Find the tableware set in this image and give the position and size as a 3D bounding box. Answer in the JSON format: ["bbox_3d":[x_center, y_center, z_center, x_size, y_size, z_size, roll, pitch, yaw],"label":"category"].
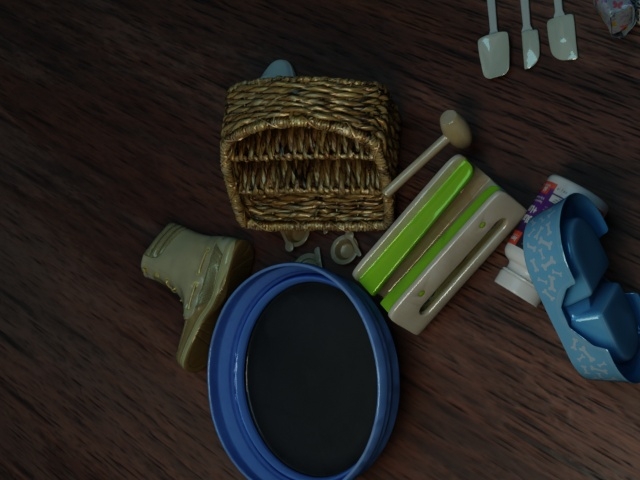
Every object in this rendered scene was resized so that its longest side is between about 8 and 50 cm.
[{"bbox_3d":[0.000,0.000,1.938,0.168,0.020,0.141,-30,63,18],"label":"tableware set"}]

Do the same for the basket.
[{"bbox_3d":[-0.022,-0.146,1.849,0.299,0.213,0.223,2,74,15],"label":"basket"}]

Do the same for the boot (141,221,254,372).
[{"bbox_3d":[-0.255,0.101,2.005,0.203,0.095,0.262,15,81,31],"label":"boot"}]

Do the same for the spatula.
[{"bbox_3d":[0.351,-0.405,1.866,0.168,0.019,0.242,-12,70,27],"label":"spatula"}]

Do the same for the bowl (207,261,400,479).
[{"bbox_3d":[-0.031,0.233,1.794,0.391,0.077,0.391,-3,85,41],"label":"bowl"}]

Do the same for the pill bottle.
[{"bbox_3d":[0.357,0.003,1.684,0.108,0.108,0.193,33,92,33],"label":"pill bottle"}]

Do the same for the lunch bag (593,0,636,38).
[{"bbox_3d":[0.479,-0.378,1.748,0.053,0.083,0.071,-22,63,5],"label":"lunch bag"}]

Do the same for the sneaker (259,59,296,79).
[{"bbox_3d":[-0.117,-0.264,2.034,0.080,0.094,0.212,13,71,34],"label":"sneaker"}]

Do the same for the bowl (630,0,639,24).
[{"bbox_3d":[0.561,-0.428,1.719,0.170,0.080,0.170,-8,71,26],"label":"bowl"}]

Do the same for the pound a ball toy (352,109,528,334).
[{"bbox_3d":[0.196,-0.028,1.777,0.319,0.135,0.208,-49,47,8],"label":"pound a ball toy"}]

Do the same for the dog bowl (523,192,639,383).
[{"bbox_3d":[0.389,0.077,1.570,0.074,0.166,0.297,-18,106,38],"label":"dog bowl"}]
